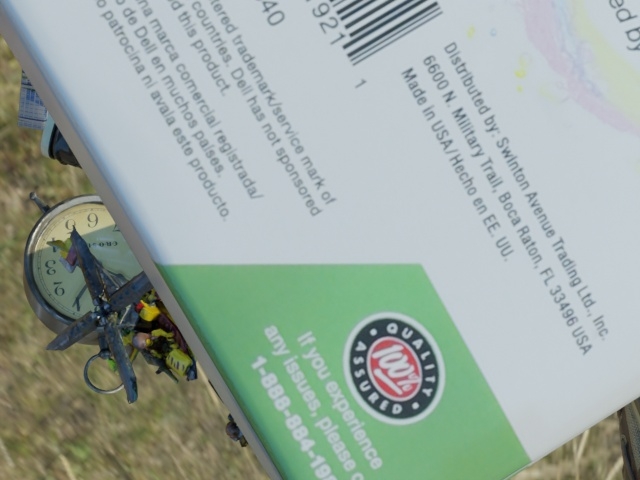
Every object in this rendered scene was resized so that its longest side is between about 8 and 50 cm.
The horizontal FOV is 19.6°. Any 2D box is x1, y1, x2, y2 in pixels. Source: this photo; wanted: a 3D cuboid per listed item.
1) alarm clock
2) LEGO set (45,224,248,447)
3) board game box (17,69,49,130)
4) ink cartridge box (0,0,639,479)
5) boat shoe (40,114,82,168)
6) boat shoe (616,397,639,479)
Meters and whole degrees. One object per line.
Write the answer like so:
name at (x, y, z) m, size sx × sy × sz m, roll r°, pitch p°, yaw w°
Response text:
alarm clock at (-0.196, 0.046, 1.638) m, size 0.129 × 0.064 × 0.192 m, roll -3°, pitch 66°, yaw -12°
LEGO set at (0.004, 0.037, 0.985) m, size 0.331 × 0.192 × 0.255 m, roll -39°, pitch 74°, yaw 36°
board game box at (-0.193, -0.189, 1.513) m, size 0.060 × 0.194 × 0.194 m, roll 14°, pitch 58°, yaw -2°
ink cartridge box at (0.065, -0.066, 0.557) m, size 0.278 × 0.117 × 0.201 m, roll -31°, pitch 101°, yaw -6°
boat shoe at (-0.152, -0.113, 1.258) m, size 0.042 × 0.049 × 0.133 m, roll 19°, pitch 101°, yaw 17°
boat shoe at (0.360, 0.223, 1.852) m, size 0.123 × 0.123 × 0.342 m, roll -13°, pitch 60°, yaw -6°
